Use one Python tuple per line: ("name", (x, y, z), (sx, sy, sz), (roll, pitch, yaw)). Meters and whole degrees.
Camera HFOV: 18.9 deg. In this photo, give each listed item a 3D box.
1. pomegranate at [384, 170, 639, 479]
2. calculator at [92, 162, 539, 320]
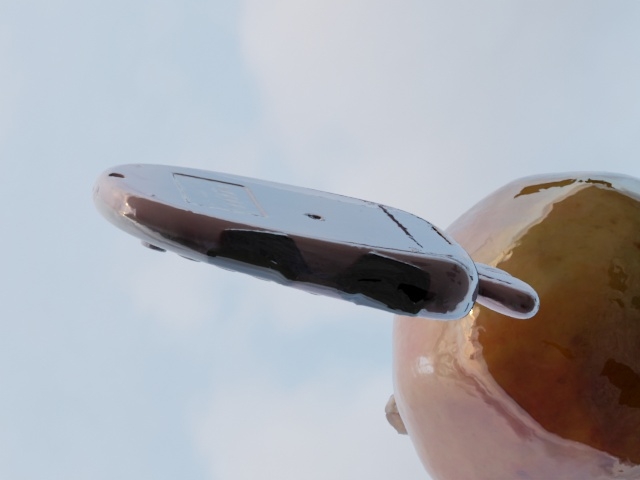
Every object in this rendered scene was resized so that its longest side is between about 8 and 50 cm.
("pomegranate", (0.157, 0.084, 1.250), (0.252, 0.270, 0.229), (36, -134, -28))
("calculator", (0.000, 0.000, 0.688), (0.166, 0.103, 0.024), (12, -79, -15))
